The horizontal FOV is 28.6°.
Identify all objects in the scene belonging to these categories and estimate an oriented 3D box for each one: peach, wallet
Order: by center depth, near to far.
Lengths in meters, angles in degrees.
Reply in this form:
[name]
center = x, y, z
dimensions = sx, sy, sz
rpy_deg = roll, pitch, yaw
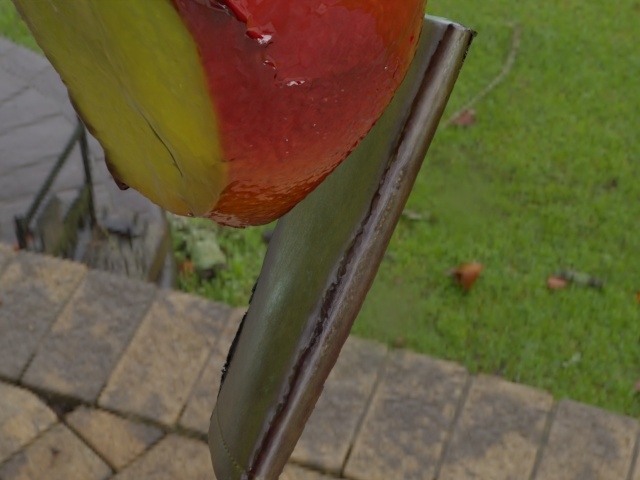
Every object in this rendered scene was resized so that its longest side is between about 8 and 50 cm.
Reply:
[peach]
center = -0.033, -0.113, 0.473
dimensions = 0.159, 0.267, 0.154
rpy_deg = -39, 34, -18
[wallet]
center = 0.000, 0.000, 0.644
dimensions = 0.031, 0.255, 0.137
rpy_deg = 21, 8, -17
